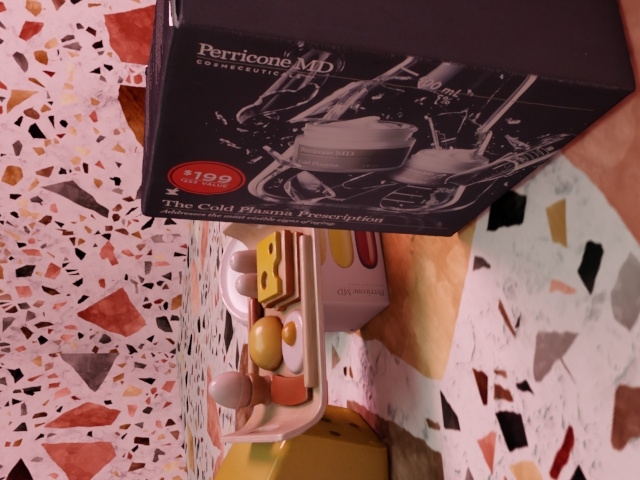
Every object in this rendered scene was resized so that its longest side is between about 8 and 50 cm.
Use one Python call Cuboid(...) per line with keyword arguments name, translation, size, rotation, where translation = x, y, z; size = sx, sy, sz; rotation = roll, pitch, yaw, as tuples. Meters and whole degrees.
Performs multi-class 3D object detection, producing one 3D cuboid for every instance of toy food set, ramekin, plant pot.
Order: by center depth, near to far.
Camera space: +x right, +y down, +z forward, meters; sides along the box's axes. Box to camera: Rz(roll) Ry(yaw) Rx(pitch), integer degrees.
Cuboid(name="toy food set", translation=(-0.084, 0.102, 0.929), size=(0.220, 0.092, 0.306), rotation=(149, 122, -60))
Cuboid(name="plant pot", translation=(-0.020, 0.333, 0.999), size=(0.212, 0.212, 0.187), rotation=(-151, 76, -71))
Cuboid(name="ramekin", translation=(-0.074, 0.056, 1.190), size=(0.207, 0.109, 0.207), rotation=(-11, 73, 40))

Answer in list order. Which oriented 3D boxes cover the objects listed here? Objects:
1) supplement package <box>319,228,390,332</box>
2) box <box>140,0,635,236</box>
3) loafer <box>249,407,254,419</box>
Cuboid(name="supplement package", translation=(0.000, 0.000, 1.050), size=(0.134, 0.139, 0.244), rotation=(128, 139, -58))
Cuboid(name="box", translation=(0.024, -0.145, 0.643), size=(0.312, 0.343, 0.179), rotation=(127, 143, -63))
Cuboid(name="loafer", translation=(-0.099, 0.377, 1.423), size=(0.084, 0.096, 0.267), rotation=(-111, 26, -65))
